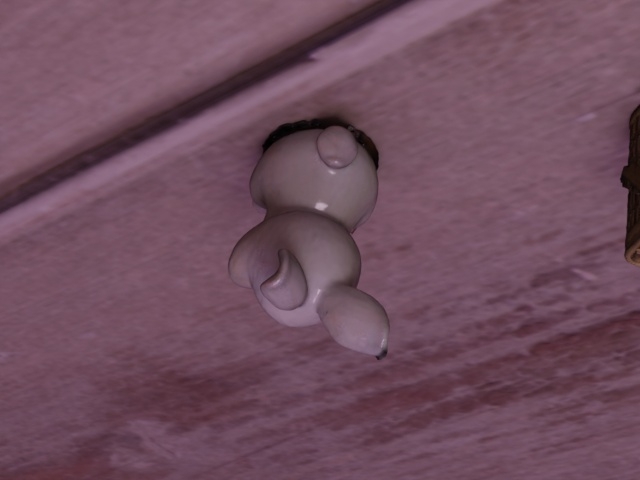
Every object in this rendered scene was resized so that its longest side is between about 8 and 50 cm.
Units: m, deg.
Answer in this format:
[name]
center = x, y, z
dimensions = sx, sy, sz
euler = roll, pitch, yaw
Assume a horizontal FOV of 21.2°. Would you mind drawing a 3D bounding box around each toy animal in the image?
[toy animal]
center = -0.003, 0.003, 0.856
dimensions = 0.071, 0.124, 0.085
euler = 27, 144, -21

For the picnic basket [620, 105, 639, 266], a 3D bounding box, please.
[picnic basket]
center = 0.215, -0.042, 0.767
dimensions = 0.115, 0.079, 0.164
euler = 14, 150, -10
